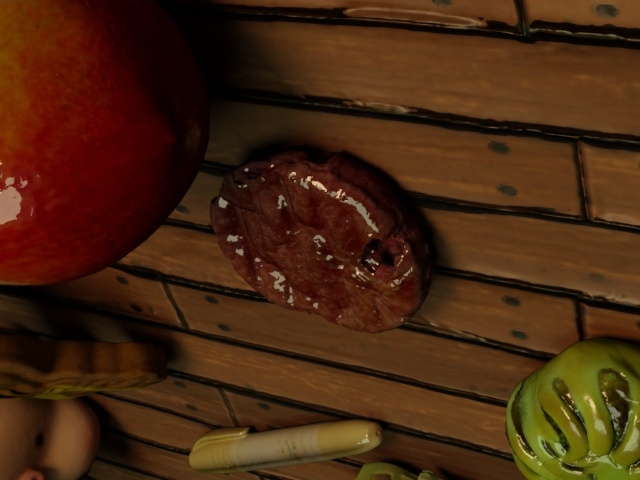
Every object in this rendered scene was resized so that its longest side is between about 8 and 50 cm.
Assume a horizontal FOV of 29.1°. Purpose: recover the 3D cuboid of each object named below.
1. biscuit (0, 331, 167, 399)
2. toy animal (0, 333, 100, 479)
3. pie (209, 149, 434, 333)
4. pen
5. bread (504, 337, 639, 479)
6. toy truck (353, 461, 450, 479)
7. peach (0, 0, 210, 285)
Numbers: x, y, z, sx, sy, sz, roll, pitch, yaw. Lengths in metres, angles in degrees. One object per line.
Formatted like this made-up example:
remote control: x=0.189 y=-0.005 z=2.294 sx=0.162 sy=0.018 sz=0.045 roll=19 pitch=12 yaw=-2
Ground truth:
biscuit: x=-0.263 y=0.098 z=0.932 sx=0.295 sy=0.044 sz=0.186 roll=8 pitch=162 yaw=-39
toy animal: x=-0.314 y=0.215 z=1.134 sx=0.221 sy=0.210 sz=0.229 roll=-6 pitch=137 yaw=48
pie: x=0.000 y=0.000 z=0.764 sx=0.153 sy=0.038 sz=0.153 roll=23 pitch=144 yaw=18
pen: x=-0.035 y=0.162 z=0.992 sx=0.233 sy=0.032 sz=0.040 roll=-20 pitch=97 yaw=47
bread: x=0.173 y=0.121 z=0.748 sx=0.130 sy=0.071 sz=0.139 roll=41 pitch=144 yaw=-20
toy truck: x=0.099 y=0.239 z=0.933 sx=0.191 sy=0.085 sz=0.116 roll=26 pitch=135 yaw=3
peach: x=-0.149 y=-0.064 z=0.680 sx=0.197 sy=0.197 sz=0.197 roll=21 pitch=143 yaw=16
